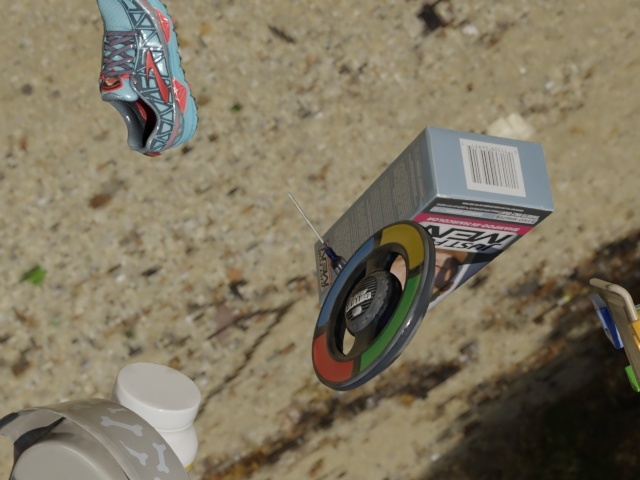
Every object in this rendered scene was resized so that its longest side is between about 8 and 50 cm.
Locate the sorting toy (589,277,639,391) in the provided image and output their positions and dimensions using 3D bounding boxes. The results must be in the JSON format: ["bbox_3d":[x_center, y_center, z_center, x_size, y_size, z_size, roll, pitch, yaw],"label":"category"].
[{"bbox_3d":[0.395,0.131,1.507,0.047,0.196,0.347,-25,179,5],"label":"sorting toy"}]

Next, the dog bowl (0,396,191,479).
[{"bbox_3d":[-0.287,0.360,1.598,0.102,0.349,0.349,-24,164,-49],"label":"dog bowl"}]

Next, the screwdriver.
[{"bbox_3d":[0.000,0.000,1.722,0.024,0.170,0.025,-44,-165,-26],"label":"screwdriver"}]

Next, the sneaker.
[{"bbox_3d":[-0.261,-0.243,1.769,0.104,0.262,0.125,-6,-158,39],"label":"sneaker"}]

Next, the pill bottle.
[{"bbox_3d":[-0.313,0.378,2.069,0.188,0.188,0.334,-13,129,-54],"label":"pill bottle"}]

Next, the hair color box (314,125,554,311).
[{"bbox_3d":[0.151,-0.016,1.798,0.185,0.114,0.374,6,153,-23],"label":"hair color box"}]

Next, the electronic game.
[{"bbox_3d":[0.063,0.078,1.528,0.048,0.229,0.229,30,124,-24],"label":"electronic game"}]
